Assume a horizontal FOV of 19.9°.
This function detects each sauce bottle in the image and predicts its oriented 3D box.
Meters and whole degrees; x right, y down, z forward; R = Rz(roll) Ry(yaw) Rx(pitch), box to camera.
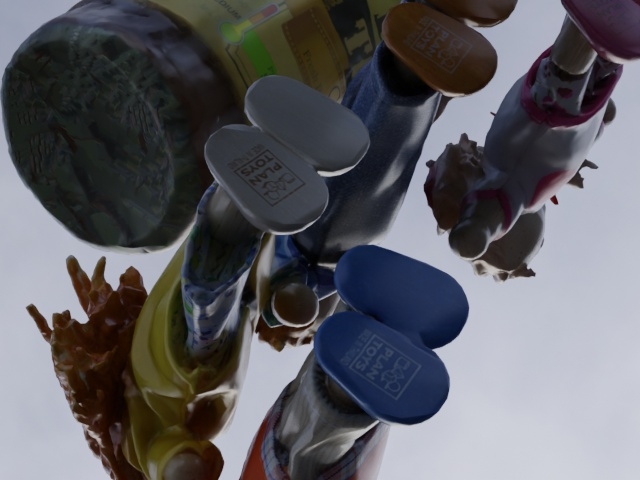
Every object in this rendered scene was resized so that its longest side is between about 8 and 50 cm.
[{"bbox_3d":[0.004,-0.109,0.850,0.344,0.111,0.111,-37,-50,-44],"label":"sauce bottle"}]

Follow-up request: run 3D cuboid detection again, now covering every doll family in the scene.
[{"bbox_3d":[0.000,0.000,0.551,0.118,0.263,0.163,33,-42,7],"label":"doll family"}]
